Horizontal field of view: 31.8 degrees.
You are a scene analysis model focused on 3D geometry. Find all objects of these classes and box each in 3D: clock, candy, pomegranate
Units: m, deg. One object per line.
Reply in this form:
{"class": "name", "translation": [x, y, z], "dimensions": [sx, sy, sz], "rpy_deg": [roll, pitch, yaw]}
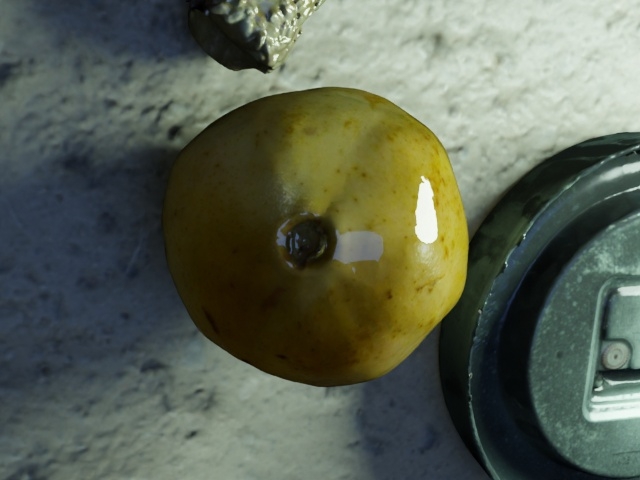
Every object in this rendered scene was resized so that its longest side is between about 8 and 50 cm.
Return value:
{"class": "clock", "translation": [0.288, 0.086, 1.041], "dimensions": [0.386, 0.076, 0.386], "rpy_deg": [-7, 108, -21]}
{"class": "candy", "translation": [-0.042, -0.176, 0.813], "dimensions": [0.085, 0.095, 0.110], "rpy_deg": [37, 85, -23]}
{"class": "pomegranate", "translation": [0.001, -0.001, 0.815], "dimensions": [0.233, 0.233, 0.233], "rpy_deg": [-7, 108, -20]}
